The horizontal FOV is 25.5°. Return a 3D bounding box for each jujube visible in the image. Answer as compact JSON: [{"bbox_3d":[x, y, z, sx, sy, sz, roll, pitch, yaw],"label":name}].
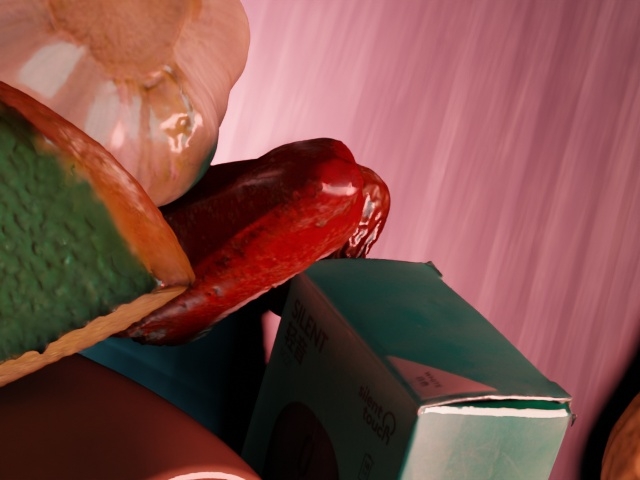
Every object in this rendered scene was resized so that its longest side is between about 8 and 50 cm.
[{"bbox_3d":[0.000,0.000,1.057,0.077,0.077,0.129,26,91,-39],"label":"jujube"}]

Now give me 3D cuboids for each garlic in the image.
[{"bbox_3d":[-0.152,-0.120,0.852,0.227,0.152,0.228,7,73,-23],"label":"garlic"}]

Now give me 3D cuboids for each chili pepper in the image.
[{"bbox_3d":[-0.042,-0.009,0.908,0.144,0.252,0.136,24,63,-32],"label":"chili pepper"}]

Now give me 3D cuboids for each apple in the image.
[{"bbox_3d":[-0.226,0.023,0.737,0.254,0.346,0.179,41,32,-43],"label":"apple"}]

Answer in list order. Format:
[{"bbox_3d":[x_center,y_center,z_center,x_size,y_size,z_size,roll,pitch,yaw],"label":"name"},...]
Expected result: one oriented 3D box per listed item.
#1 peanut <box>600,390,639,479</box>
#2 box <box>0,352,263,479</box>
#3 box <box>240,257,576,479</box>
[{"bbox_3d":[0.371,0.158,1.336,0.143,0.159,0.291,38,70,-4],"label":"peanut"},{"bbox_3d":[-0.152,0.228,0.875,0.301,0.216,0.301,-7,101,-41],"label":"box"},{"bbox_3d":[0.029,0.190,0.965,0.118,0.205,0.311,5,113,-30],"label":"box"}]
